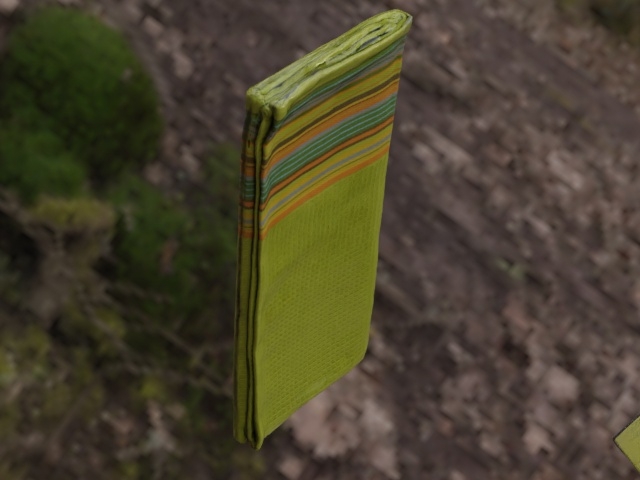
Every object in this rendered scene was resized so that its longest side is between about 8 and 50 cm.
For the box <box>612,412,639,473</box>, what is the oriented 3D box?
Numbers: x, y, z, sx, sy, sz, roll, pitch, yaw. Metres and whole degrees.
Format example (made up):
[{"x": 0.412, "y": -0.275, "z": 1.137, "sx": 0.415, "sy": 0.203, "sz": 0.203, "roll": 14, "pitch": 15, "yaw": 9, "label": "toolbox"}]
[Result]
[{"x": 0.239, "y": 0.150, "z": 1.194, "sx": 0.087, "sy": 0.058, "sz": 0.232, "roll": 48, "pitch": 3, "yaw": -1, "label": "box"}]

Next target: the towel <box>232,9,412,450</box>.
[{"x": 0.000, "y": 0.000, "z": 0.964, "sx": 0.021, "sy": 0.102, "sz": 0.237, "roll": 36, "pitch": -39, "yaw": 29, "label": "towel"}]
